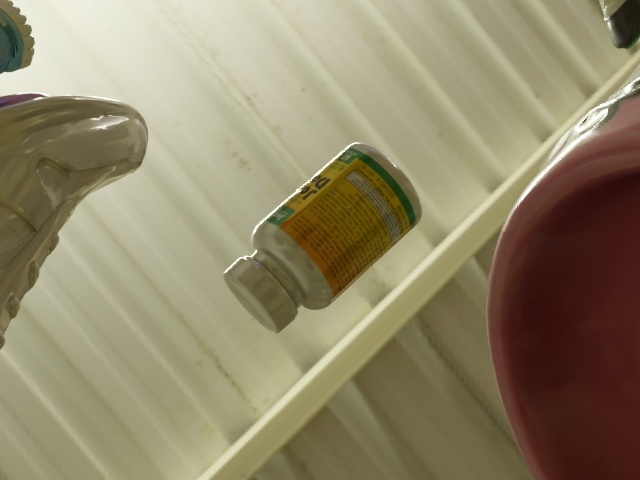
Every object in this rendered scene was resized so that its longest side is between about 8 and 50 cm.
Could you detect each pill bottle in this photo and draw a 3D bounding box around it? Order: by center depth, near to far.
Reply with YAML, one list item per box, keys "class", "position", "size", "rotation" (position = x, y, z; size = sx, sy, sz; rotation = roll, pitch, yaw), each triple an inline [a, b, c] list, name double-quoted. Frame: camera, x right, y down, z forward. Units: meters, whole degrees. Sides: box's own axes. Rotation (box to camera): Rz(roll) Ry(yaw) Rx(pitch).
- class: "pill bottle"
  position: [0.000, 0.000, 1.141]
  size: [0.208, 0.117, 0.117]
  rotation: [-42, -84, -15]

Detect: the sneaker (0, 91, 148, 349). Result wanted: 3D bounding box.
- class: "sneaker"
  position: [-0.199, 0.026, 0.533]
  size: [0.305, 0.114, 0.152]
  rotation: [-35, -81, -38]

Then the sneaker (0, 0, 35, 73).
- class: "sneaker"
  position: [-0.301, -0.192, 0.838]
  size: [0.162, 0.063, 0.073]
  rotation: [46, -128, 7]

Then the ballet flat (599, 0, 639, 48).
- class: "ballet flat"
  position: [0.396, -0.322, 1.374]
  size: [0.074, 0.074, 0.203]
  rotation: [40, -131, -11]

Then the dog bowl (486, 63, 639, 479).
- class: "dog bowl"
  position: [0.250, 0.079, 0.518]
  size: [0.150, 0.408, 0.408]
  rotation: [-27, -91, -28]
